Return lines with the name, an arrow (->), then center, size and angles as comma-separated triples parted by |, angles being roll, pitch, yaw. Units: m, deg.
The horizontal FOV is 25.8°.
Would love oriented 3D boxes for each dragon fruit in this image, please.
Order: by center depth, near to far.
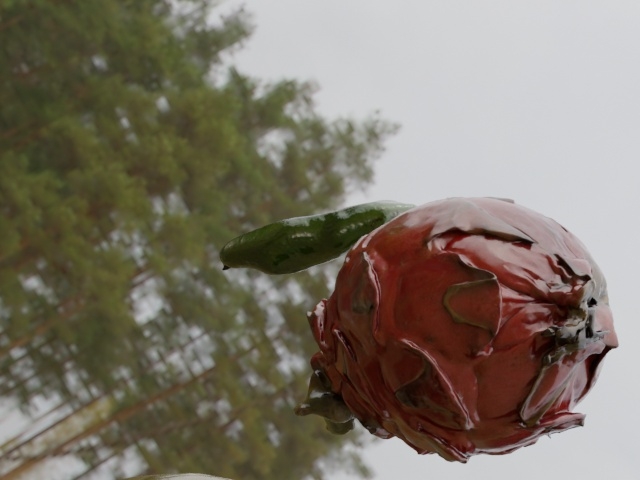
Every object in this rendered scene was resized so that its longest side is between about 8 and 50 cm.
dragon fruit -> 0.090, 0.056, 0.868 | 0.209, 0.172, 0.172 | -14, -70, 33

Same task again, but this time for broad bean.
broad bean -> 0.002, -0.003, 1.257 | 0.061, 0.195, 0.046 | 68, 8, -74

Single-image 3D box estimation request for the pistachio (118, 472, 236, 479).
pistachio -> -0.064, 0.183, 0.753 | 0.108, 0.186, 0.126 | -125, -139, -63
